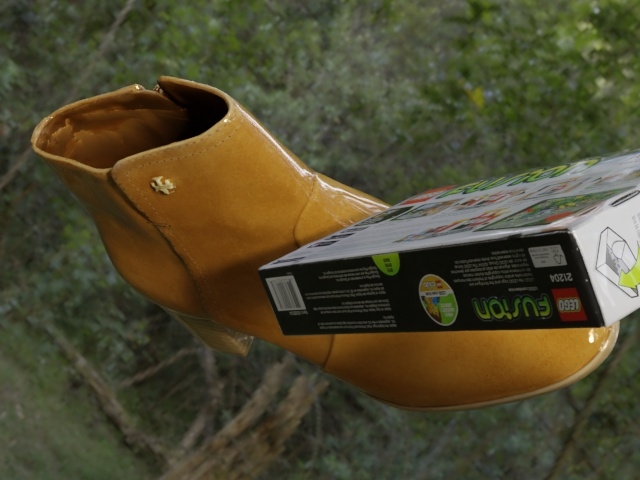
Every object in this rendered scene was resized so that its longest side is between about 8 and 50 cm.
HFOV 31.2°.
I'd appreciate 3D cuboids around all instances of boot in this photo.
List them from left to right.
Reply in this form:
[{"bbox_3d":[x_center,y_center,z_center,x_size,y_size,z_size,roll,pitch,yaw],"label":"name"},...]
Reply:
[{"bbox_3d":[0.000,-0.001,0.623,0.295,0.104,0.211,2,-33,25],"label":"boot"}]

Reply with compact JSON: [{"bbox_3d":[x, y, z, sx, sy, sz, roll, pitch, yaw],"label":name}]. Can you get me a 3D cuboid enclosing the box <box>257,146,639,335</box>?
[{"bbox_3d":[0.073,0.000,0.475,0.207,0.114,0.036,-9,-76,58],"label":"box"}]
